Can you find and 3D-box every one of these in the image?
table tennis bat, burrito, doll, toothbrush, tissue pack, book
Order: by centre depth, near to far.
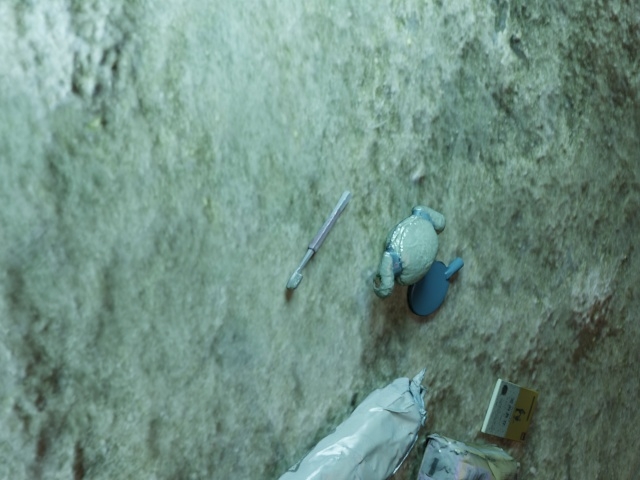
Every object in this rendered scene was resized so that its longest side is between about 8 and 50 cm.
[{"bbox_3d":[-0.002,-0.001,1.688,0.194,0.017,0.014,-59,142,-21],"label":"toothbrush"},{"bbox_3d":[0.061,0.370,1.794,0.445,0.101,0.139,-38,111,-35],"label":"burrito"},{"bbox_3d":[0.157,0.015,1.822,0.214,0.071,0.103,-49,133,-32],"label":"doll"},{"bbox_3d":[0.214,0.078,1.944,0.155,0.019,0.100,-37,126,-33],"label":"table tennis bat"},{"bbox_3d":[0.284,0.502,2.060,0.257,0.123,0.215,23,86,-47],"label":"tissue pack"},{"bbox_3d":[0.405,0.364,2.236,0.172,0.012,0.118,23,84,-48],"label":"book"}]
